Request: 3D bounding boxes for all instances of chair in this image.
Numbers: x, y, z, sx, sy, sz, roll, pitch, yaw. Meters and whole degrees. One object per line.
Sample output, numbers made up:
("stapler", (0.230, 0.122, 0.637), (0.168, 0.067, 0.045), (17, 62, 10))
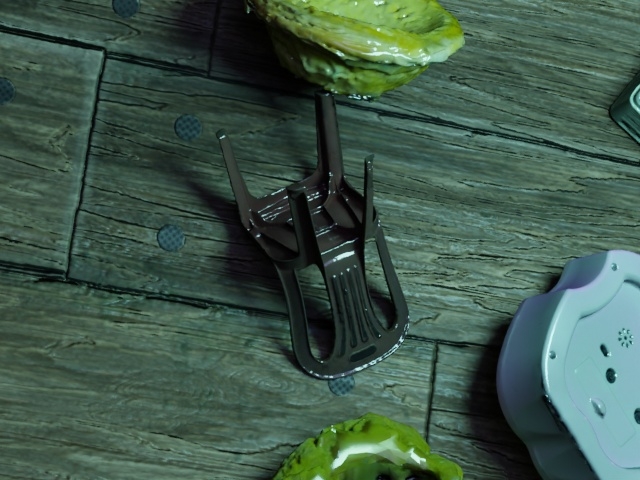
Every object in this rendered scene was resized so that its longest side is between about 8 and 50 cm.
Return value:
("chair", (0.000, 0.000, 1.789), (0.176, 0.183, 0.326), (-23, 130, -18))

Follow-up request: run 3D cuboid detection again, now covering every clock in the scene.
("clock", (0.402, 0.187, 1.820), (0.339, 0.102, 0.338), (7, 74, -28))

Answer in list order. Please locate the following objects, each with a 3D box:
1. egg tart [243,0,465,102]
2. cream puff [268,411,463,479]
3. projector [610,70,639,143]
("egg tart", (0.041, -0.276, 1.806), (0.315, 0.315, 0.120), (9, 120, -12))
("cream puff", (0.068, 0.348, 1.702), (0.282, 0.185, 0.281), (2, 83, -14))
("projector", (0.576, -0.223, 1.981), (0.192, 0.099, 0.256), (42, 73, -4))
